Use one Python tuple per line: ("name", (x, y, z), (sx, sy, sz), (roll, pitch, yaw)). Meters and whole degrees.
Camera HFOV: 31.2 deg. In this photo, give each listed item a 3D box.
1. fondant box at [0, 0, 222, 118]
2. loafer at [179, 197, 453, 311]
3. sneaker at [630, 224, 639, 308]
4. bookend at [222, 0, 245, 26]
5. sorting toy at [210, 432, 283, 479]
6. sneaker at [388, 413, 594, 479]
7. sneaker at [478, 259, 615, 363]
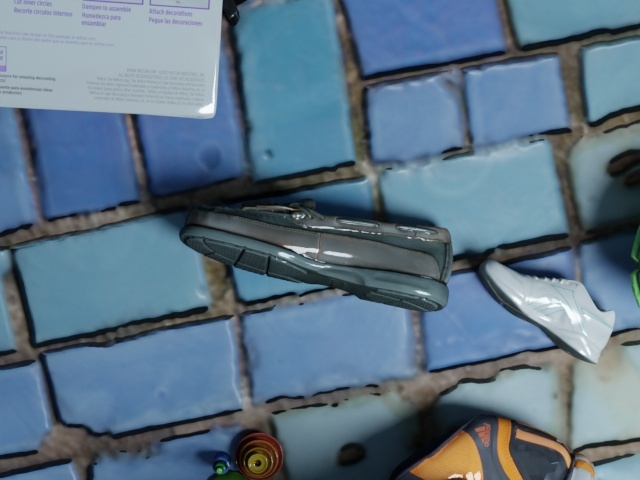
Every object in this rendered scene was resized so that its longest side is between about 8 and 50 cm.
("fondant box", (-0.201, -0.279, 0.986), (0.238, 0.096, 0.330), (3, 105, -8))
("loafer", (0.000, 0.000, 1.115), (0.267, 0.096, 0.084), (15, 74, -8))
("sneaker", (0.525, -0.007, 1.047), (0.482, 0.202, 0.185), (-6, 94, 0))
("bookend", (-0.056, -0.313, 1.089), (0.157, 0.072, 0.156), (-29, 95, 1))
("sorting toy", (-0.081, 0.237, 1.145), (0.061, 0.042, 0.102), (33, 94, -2))
("sneaker", (0.121, 0.318, 1.124), (0.180, 0.124, 0.321), (27, 83, 2))
("sneaker", (0.223, 0.058, 1.131), (0.152, 0.053, 0.061), (35, 84, -8))
